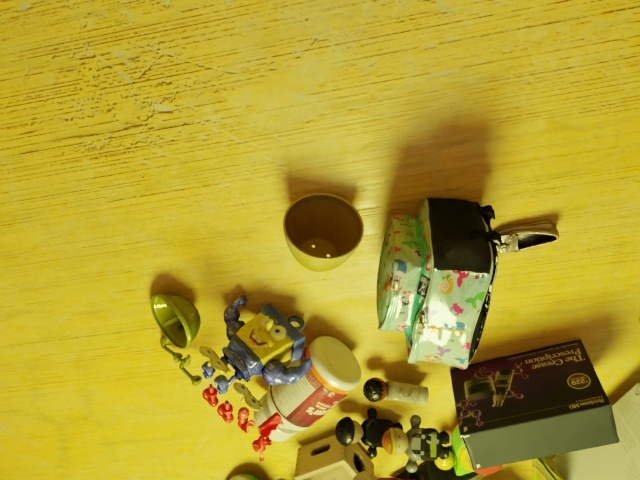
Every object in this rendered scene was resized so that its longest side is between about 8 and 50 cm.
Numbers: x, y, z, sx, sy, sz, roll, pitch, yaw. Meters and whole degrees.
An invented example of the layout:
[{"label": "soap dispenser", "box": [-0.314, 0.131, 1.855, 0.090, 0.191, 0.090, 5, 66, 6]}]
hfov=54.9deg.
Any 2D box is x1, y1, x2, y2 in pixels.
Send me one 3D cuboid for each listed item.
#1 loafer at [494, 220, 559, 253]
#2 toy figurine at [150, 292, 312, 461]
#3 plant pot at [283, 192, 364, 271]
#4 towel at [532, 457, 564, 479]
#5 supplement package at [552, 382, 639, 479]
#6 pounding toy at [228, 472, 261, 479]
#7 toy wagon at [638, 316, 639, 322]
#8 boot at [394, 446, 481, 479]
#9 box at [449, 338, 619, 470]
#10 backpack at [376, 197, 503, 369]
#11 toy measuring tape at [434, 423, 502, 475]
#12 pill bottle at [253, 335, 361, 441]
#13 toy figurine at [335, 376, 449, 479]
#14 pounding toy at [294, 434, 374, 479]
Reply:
[{"label": "loafer", "box": [0.345, -0.002, 1.062, 0.125, 0.039, 0.045, -16, 119, 13]}, {"label": "toy figurine", "box": [-0.134, 0.203, 1.176, 0.362, 0.217, 0.191, 38, 146, 32]}, {"label": "plant pot", "box": [0.000, 0.000, 1.052, 0.134, 0.134, 0.095, 10, 146, -1]}, {"label": "towel", "box": [0.489, 0.544, 1.320, 0.021, 0.102, 0.237, -27, 132, -9]}, {"label": "supplement package", "box": [0.646, 0.453, 1.201, 0.198, 0.199, 0.263, 18, 122, -23]}, {"label": "pounding toy", "box": [-0.127, 0.651, 1.443, 0.183, 0.110, 0.237, -15, 84, 46]}, {"label": "toy wagon", "box": [0.764, 0.166, 1.116, 0.344, 0.068, 0.267, 17, 121, -7]}, {"label": "boot", "box": [0.303, 0.584, 1.402, 0.263, 0.091, 0.229, -31, 119, 25]}, {"label": "box", "box": [0.391, 0.306, 1.160, 0.261, 0.184, 0.103, -17, 119, 13]}, {"label": "backpack", "box": [0.188, 0.079, 1.015, 0.191, 0.225, 0.254, 0, 119, 6]}, {"label": "toy measuring tape", "box": [0.387, 0.394, 1.262, 0.330, 0.121, 0.121, -21, 117, 7]}, {"label": "pill bottle", "box": [-0.031, 0.299, 1.224, 0.121, 0.121, 0.221, 34, 117, -15]}, {"label": "toy figurine", "box": [0.133, 0.389, 1.212, 0.148, 0.213, 0.209, 10, 123, -18]}, {"label": "pounding toy", "box": [0.077, 0.521, 1.364, 0.181, 0.094, 0.206, -27, 116, 19]}]
